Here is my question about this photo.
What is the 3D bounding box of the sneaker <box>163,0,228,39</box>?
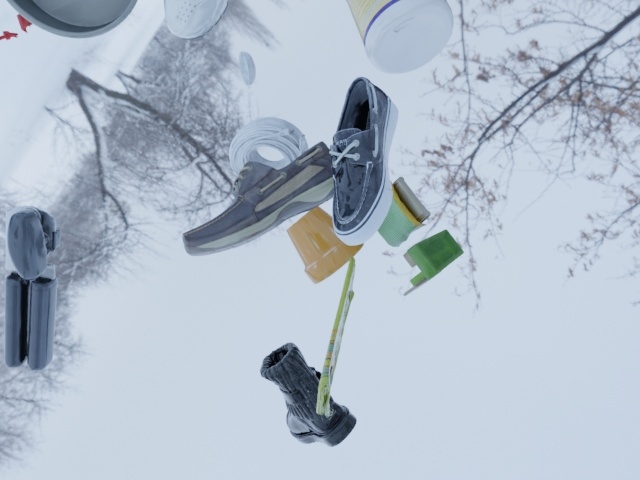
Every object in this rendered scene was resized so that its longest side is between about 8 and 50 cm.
[{"bbox_3d":[-0.175,-0.406,0.577,0.129,0.111,0.297,-41,152,-51],"label":"sneaker"}]

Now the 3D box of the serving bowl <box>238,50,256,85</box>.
[{"bbox_3d":[-0.182,-0.439,1.180,0.027,0.083,0.083,-17,-162,-19],"label":"serving bowl"}]

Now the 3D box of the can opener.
[{"bbox_3d":[-0.465,0.084,0.725,0.095,0.076,0.284,-101,-159,-74],"label":"can opener"}]

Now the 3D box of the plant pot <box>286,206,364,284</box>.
[{"bbox_3d":[0.000,0.000,1.444,0.205,0.188,0.205,-39,-176,3],"label":"plant pot"}]

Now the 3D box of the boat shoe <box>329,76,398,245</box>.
[{"bbox_3d":[0.060,-0.141,0.764,0.108,0.102,0.301,-7,-121,40],"label":"boat shoe"}]

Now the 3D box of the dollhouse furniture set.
[{"bbox_3d":[0.229,-0.010,1.345,0.151,0.302,0.197,-25,164,-38],"label":"dollhouse furniture set"}]

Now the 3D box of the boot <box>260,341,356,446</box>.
[{"bbox_3d":[-0.066,0.407,1.248,0.131,0.260,0.348,-45,-177,-31],"label":"boot"}]

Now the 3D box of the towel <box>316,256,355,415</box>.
[{"bbox_3d":[0.030,0.144,0.732,0.102,0.021,0.237,95,9,-46],"label":"towel"}]

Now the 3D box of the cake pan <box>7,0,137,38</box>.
[{"bbox_3d":[-0.465,-0.532,0.855,0.293,0.293,0.054,-47,-163,17],"label":"cake pan"}]

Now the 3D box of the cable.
[{"bbox_3d":[-0.164,-0.277,1.502,0.257,0.257,0.089,87,7,-50],"label":"cable"}]

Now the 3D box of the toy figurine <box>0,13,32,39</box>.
[{"bbox_3d":[-0.807,-0.583,0.946,0.191,0.217,0.362,-26,170,12],"label":"toy figurine"}]

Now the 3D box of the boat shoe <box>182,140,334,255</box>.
[{"bbox_3d":[-0.111,-0.085,0.898,0.355,0.130,0.132,-28,-178,-22],"label":"boat shoe"}]

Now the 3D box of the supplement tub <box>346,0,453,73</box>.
[{"bbox_3d":[0.200,-0.660,1.274,0.241,0.241,0.331,-34,-118,38],"label":"supplement tub"}]
